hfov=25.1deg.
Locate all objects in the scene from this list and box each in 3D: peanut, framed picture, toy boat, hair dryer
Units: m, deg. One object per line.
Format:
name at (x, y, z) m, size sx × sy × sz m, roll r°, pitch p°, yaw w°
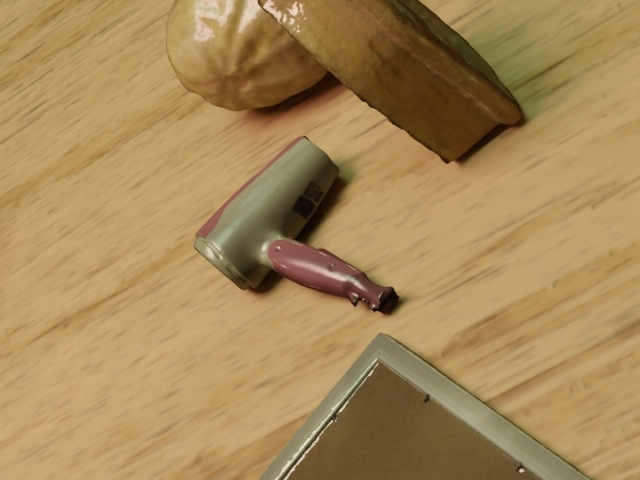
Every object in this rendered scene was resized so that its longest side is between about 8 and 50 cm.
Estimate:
peanut at (-0.002, -0.196, 1.031) m, size 0.257 × 0.123 × 0.123 m, roll -46°, pitch 40°, yaw -5°
framed picture at (0.011, 0.196, 0.771) m, size 0.274 × 0.017 × 0.217 m, roll -49°, pitch 40°, yaw -4°
toy boat at (0.034, -0.126, 0.887) m, size 0.061 × 0.188 × 0.116 m, roll -46°, pitch 39°, yaw 15°
hair dryer at (-0.003, 0.006, 0.926) m, size 0.106 × 0.054 × 0.154 m, roll -46°, pitch 50°, yaw -6°
